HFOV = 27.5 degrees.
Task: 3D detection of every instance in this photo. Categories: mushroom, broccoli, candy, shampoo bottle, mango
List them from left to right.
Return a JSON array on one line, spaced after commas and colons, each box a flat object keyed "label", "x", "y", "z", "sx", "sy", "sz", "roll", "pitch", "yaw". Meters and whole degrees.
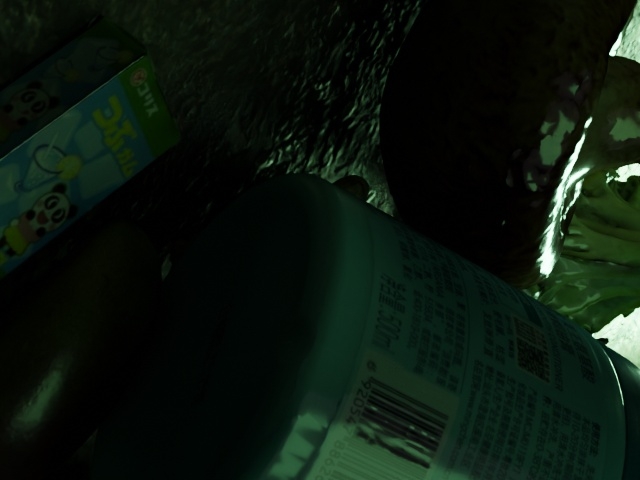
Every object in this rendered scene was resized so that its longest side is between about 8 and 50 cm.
[{"label": "candy", "x": -0.196, "y": -0.058, "z": 0.916, "sx": 0.194, "sy": 0.062, "sz": 0.097, "roll": -39, "pitch": 145, "yaw": -17}, {"label": "mango", "x": -0.214, "y": 0.101, "z": 1.010, "sx": 0.267, "sy": 0.111, "sz": 0.133, "roll": -53, "pitch": 137, "yaw": -6}, {"label": "mushroom", "x": -0.035, "y": 0.054, "z": 1.207, "sx": 0.286, "sy": 0.028, "sz": 0.026, "roll": 27, "pitch": 75, "yaw": -44}, {"label": "shampoo bottle", "x": 0.041, "y": 0.160, "z": 1.038, "sx": 0.342, "sy": 0.331, "sz": 0.331, "roll": 30, "pitch": 99, "yaw": -25}, {"label": "mushroom", "x": 0.230, "y": -0.094, "z": 1.169, "sx": 0.331, "sy": 0.356, "sz": 0.334, "roll": -56, "pitch": -179, "yaw": 35}, {"label": "broccoli", "x": 0.294, "y": 0.003, "z": 1.404, "sx": 0.248, "sy": 0.245, "sz": 0.288, "roll": 65, "pitch": 33, "yaw": -28}]

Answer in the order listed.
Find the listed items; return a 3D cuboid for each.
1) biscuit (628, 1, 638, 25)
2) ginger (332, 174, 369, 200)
[{"label": "biscuit", "x": 0.264, "y": -0.232, "z": 1.344, "sx": 0.188, "sy": 0.027, "sz": 0.188, "roll": -31, "pitch": 141, "yaw": -28}, {"label": "ginger", "x": 0.000, "y": 0.000, "z": 1.229, "sx": 0.176, "sy": 0.052, "sz": 0.193, "roll": -18, "pitch": 149, "yaw": -26}]
